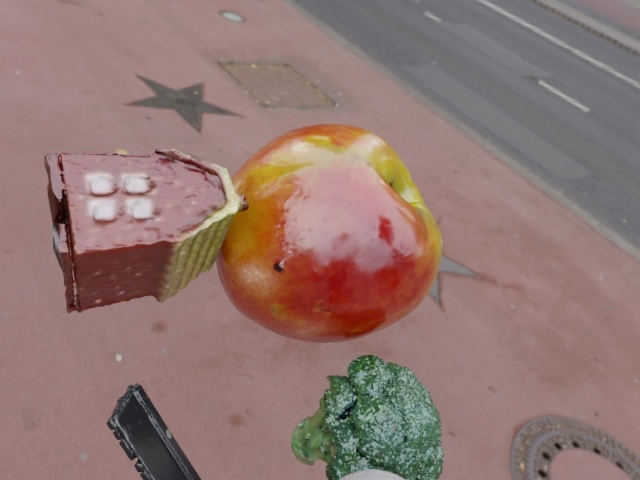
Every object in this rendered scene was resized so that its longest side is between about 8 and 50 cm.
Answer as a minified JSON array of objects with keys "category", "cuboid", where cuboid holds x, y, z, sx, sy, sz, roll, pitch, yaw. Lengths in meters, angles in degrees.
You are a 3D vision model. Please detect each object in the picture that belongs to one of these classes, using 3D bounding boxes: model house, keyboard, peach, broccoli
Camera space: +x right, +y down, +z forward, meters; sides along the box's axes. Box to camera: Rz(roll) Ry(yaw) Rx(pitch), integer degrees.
[{"category":"model house","cuboid":[-0.234,-0.014,0.812,0.254,0.196,0.160,-5,63,-23]},{"category":"keyboard","cuboid":[-0.119,0.236,0.521,0.023,0.231,0.072,-28,12,2]},{"category":"peach","cuboid":[0.000,0.000,0.994,0.388,0.388,0.388,14,35,-10]},{"category":"broccoli","cuboid":[0.074,0.328,0.975,0.270,0.270,0.270,32,47,-43]}]

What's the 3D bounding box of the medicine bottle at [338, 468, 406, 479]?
[{"category":"medicine bottle","cuboid":[0.043,0.276,0.461,0.144,0.144,0.252,23,-4,4]}]
